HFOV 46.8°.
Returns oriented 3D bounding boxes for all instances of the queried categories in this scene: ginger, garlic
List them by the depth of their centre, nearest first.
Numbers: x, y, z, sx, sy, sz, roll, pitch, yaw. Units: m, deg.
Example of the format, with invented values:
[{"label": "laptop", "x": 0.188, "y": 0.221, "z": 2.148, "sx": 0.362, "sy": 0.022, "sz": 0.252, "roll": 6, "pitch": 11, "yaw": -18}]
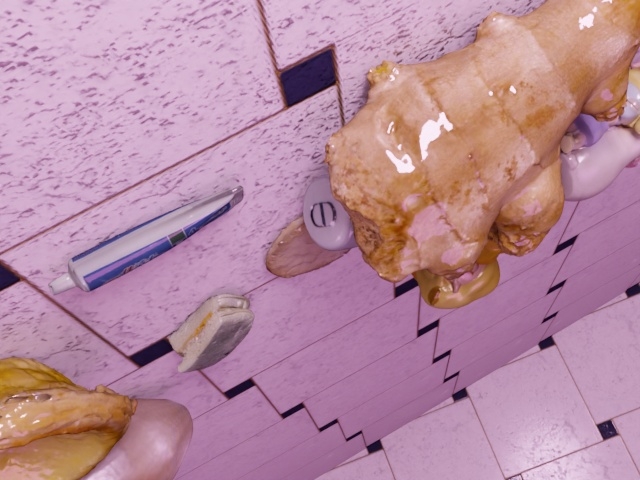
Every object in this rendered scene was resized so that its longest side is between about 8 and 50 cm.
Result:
[{"label": "ginger", "x": 0.188, "y": -0.100, "z": 0.683, "sx": 0.375, "sy": 0.236, "sz": 0.166, "roll": -28, "pitch": -173, "yaw": 10}, {"label": "garlic", "x": -0.285, "y": 0.319, "z": 0.961, "sx": 0.112, "sy": 0.143, "sz": 0.318, "roll": -12, "pitch": -148, "yaw": 53}]

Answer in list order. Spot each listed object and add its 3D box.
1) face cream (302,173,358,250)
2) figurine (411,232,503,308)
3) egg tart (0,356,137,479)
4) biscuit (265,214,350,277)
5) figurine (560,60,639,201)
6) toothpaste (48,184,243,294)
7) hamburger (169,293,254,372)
[{"label": "face cream", "x": 0.123, "y": -0.046, "z": 0.847, "sx": 0.314, "sy": 0.089, "sz": 0.143, "roll": -8, "pitch": -175, "yaw": -39}, {"label": "figurine", "x": 0.200, "y": 0.019, "z": 1.013, "sx": 0.246, "sy": 0.131, "sz": 0.156, "roll": 121, "pitch": -6, "yaw": -74}, {"label": "egg tart", "x": -0.351, "y": 0.214, "z": 0.778, "sx": 0.315, "sy": 0.120, "sz": 0.315, "roll": -27, "pitch": 158, "yaw": -12}, {"label": "biscuit", "x": 0.000, "y": 0.000, "z": 0.889, "sx": 0.152, "sy": 0.020, "sz": 0.152, "roll": -26, "pitch": 156, "yaw": -13}, {"label": "figurine", "x": 0.370, "y": -0.156, "z": 0.906, "sx": 0.235, "sy": 0.127, "sz": 0.155, "roll": -33, "pitch": 147, "yaw": -8}, {"label": "toothpaste", "x": -0.159, "y": 0.000, "z": 0.688, "sx": 0.197, "sy": 0.034, "sz": 0.057, "roll": -28, "pitch": 172, "yaw": -11}, {"label": "hamburger", "x": -0.126, "y": 0.111, "z": 0.926, "sx": 0.084, "sy": 0.054, "sz": 0.121, "roll": 4, "pitch": 131, "yaw": -51}]
